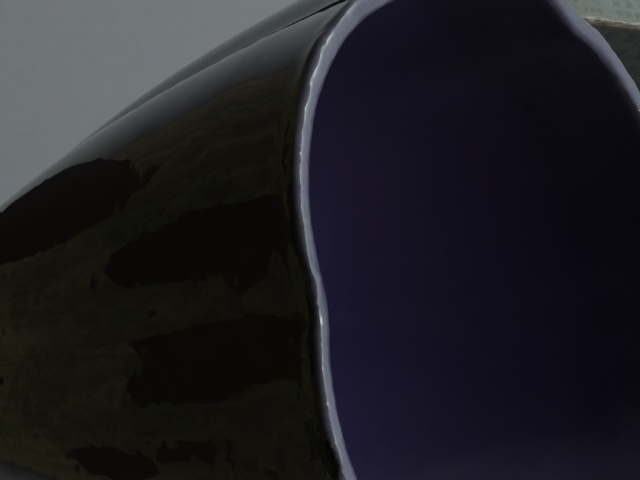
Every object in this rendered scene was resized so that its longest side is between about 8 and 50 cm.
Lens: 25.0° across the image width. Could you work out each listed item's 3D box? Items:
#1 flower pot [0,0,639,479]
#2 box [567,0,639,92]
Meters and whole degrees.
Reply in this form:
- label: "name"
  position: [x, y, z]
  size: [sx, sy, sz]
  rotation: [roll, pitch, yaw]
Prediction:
- label: "flower pot"
  position: [-0.014, 0.034, 0.584]
  size: [0.243, 0.265, 0.265]
  rotation: [-11, -106, 36]
- label: "box"
  position: [0.254, -0.153, 1.329]
  size: [0.180, 0.325, 0.047]
  rotation: [117, -29, -52]
